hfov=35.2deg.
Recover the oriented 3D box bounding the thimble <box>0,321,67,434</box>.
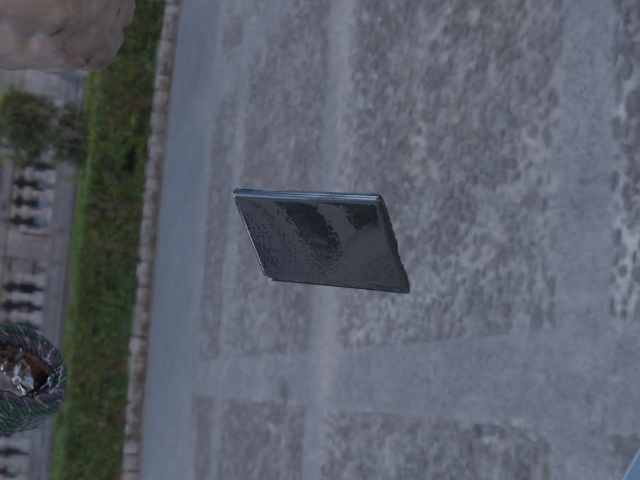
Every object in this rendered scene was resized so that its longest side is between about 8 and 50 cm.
[{"bbox_3d":[-0.385,0.169,1.230,0.090,0.135,0.118,-33,50,36],"label":"thimble"}]

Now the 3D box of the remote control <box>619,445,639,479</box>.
[{"bbox_3d":[0.211,0.102,0.527,0.047,0.087,0.244,26,81,44],"label":"remote control"}]

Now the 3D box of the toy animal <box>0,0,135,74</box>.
[{"bbox_3d":[-0.207,-0.240,0.464,0.188,0.226,0.358,-55,45,47],"label":"toy animal"}]

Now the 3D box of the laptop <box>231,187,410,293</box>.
[{"bbox_3d":[0.000,0.000,1.061,0.016,0.180,0.129,-56,-42,-42],"label":"laptop"}]
